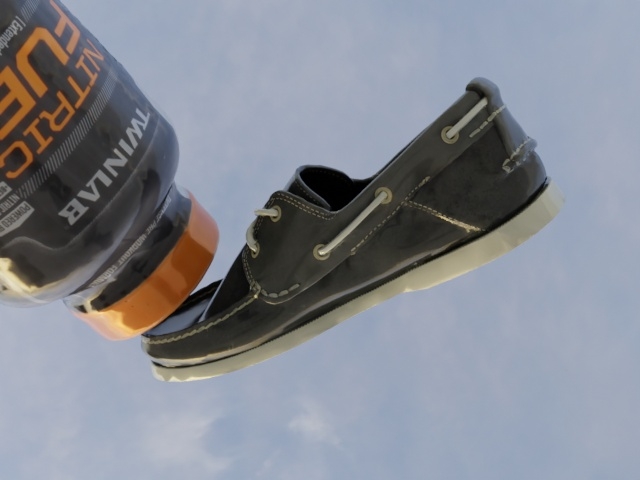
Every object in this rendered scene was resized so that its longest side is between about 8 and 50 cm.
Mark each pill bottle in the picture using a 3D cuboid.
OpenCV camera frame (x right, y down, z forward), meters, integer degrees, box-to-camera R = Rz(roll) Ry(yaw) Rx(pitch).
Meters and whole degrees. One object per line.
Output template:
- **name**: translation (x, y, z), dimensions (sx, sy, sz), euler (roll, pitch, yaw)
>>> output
- **pill bottle**: translation (-0.157, -0.057, 0.511), dimensions (0.130, 0.130, 0.245), euler (-40, -60, 6)

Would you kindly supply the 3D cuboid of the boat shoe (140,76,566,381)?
- **boat shoe**: translation (0.000, 0.000, 0.534), dimensions (0.233, 0.084, 0.079), euler (-27, -75, 22)
